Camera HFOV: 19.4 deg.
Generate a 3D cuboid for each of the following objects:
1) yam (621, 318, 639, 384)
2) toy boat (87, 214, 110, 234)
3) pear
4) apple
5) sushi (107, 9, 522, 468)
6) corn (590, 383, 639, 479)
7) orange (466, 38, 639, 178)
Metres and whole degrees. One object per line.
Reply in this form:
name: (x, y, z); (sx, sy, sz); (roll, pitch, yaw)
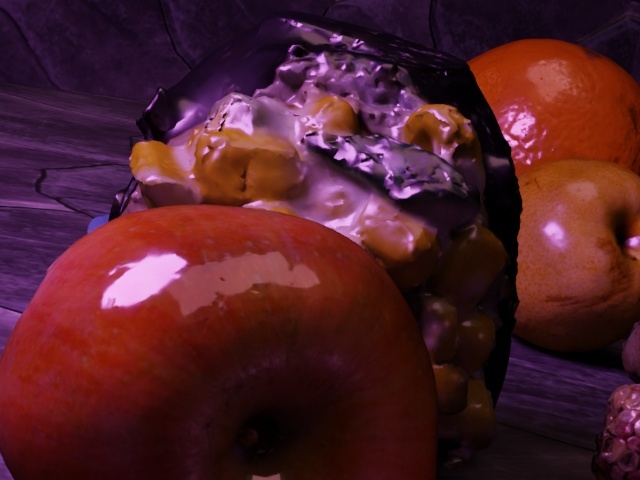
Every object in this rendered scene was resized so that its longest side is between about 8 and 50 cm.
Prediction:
yam: (0.400, 0.094, 1.857); (0.133, 0.133, 0.330); (18, 14, 34)
toy boat: (-0.136, 0.030, 1.698); (0.098, 0.109, 0.238); (30, 2, -33)
pear: (0.260, 0.019, 1.937); (0.209, 0.209, 0.209); (12, 10, -2)
apple: (-0.064, 0.094, 1.032); (0.242, 0.242, 0.241); (7, -3, -24)
sushi: (0.000, 0.000, 1.383); (0.328, 0.328, 0.285); (17, 4, 3)
corn: (0.350, 0.179, 1.425); (0.290, 0.098, 0.098); (13, 10, 2)
orange: (0.264, -0.093, 2.277); (0.312, 0.312, 0.312); (12, 10, -2)
